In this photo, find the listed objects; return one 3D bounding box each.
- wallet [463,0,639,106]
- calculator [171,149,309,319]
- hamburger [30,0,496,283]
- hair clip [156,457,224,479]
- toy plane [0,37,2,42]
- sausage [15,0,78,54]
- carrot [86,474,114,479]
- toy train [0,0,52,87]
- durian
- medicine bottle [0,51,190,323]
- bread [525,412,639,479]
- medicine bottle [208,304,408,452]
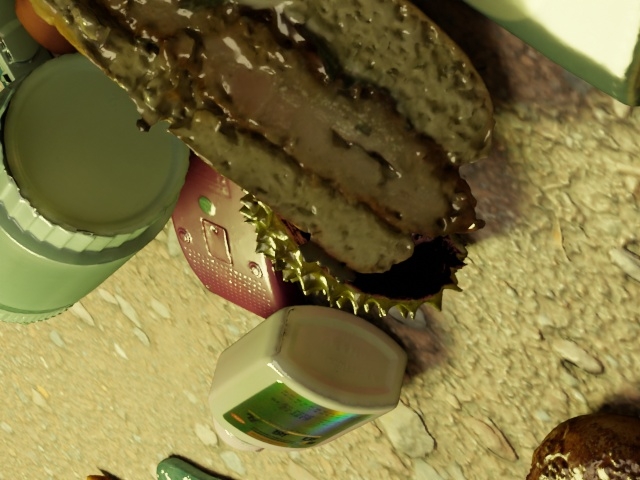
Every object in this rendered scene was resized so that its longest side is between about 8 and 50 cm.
[{"bbox_3d":[0.044,-0.240,0.775,0.360,0.083,0.252,36,153,20],"label":"wallet"},{"bbox_3d":[-0.075,-0.014,1.234,0.127,0.034,0.190,24,142,38],"label":"calculator"},{"bbox_3d":[-0.041,-0.122,0.925,0.282,0.155,0.245,33,-169,-42],"label":"hamburger"},{"bbox_3d":[-0.058,0.428,1.525,0.392,0.238,0.318,55,147,-11],"label":"hair clip"},{"bbox_3d":[-0.295,-0.249,1.160,0.234,0.160,0.082,60,180,26],"label":"toy plane"},{"bbox_3d":[-0.167,-0.187,1.113,0.077,0.077,0.194,52,150,-7],"label":"sausage"},{"bbox_3d":[-0.203,0.311,1.777,0.190,0.037,0.037,31,146,34],"label":"carrot"},{"bbox_3d":[-0.274,-0.193,1.272,0.047,0.043,0.207,-2,124,54],"label":"toy train"},{"bbox_3d":[-0.001,0.001,1.067,0.187,0.119,0.108,44,146,5],"label":"durian"},{"bbox_3d":[-0.211,-0.036,1.234,0.158,0.158,0.318,51,156,-4],"label":"medicine bottle"},{"bbox_3d":[0.220,0.194,1.062,0.193,0.064,0.193,31,148,22],"label":"bread"},{"bbox_3d":[-0.024,0.120,1.258,0.115,0.078,0.219,20,154,-17],"label":"medicine bottle"}]
